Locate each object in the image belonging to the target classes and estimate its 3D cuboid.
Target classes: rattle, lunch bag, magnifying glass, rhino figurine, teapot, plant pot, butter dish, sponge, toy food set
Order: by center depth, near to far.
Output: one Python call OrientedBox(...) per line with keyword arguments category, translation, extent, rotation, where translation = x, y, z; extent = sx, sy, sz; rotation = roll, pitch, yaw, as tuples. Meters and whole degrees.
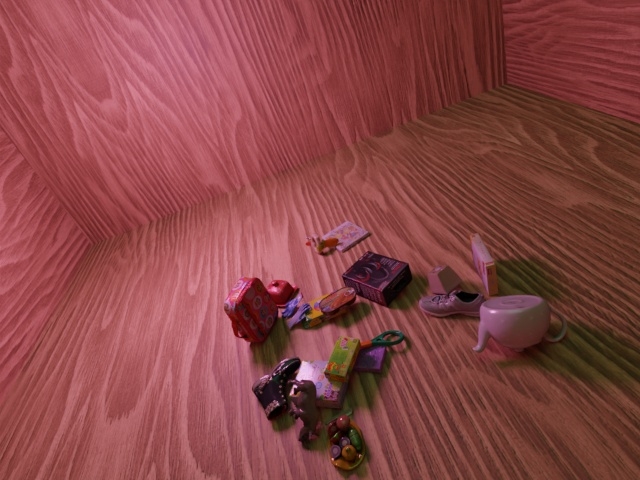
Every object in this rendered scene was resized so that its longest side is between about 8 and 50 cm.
OrientedBox(category="toy food set", translation=(0.075, 0.678, 1.421), extent=(0.128, 0.071, 0.218), rotation=(-21, 32, 0))
OrientedBox(category="teapot", translation=(0.721, 0.313, 1.492), extent=(0.252, 0.187, 0.256), rotation=(-13, 2, -42))
OrientedBox(category="rhino figurine", translation=(-0.056, 0.633, 1.500), extent=(0.106, 0.073, 0.244), rotation=(-16, 64, 21))
OrientedBox(category="sponge", translation=(0.162, 0.487, 1.690), extent=(0.210, 0.031, 0.117), rotation=(-5, 35, 26))
OrientedBox(category="magnifying glass", translation=(0.236, 0.424, 1.704), extent=(0.230, 0.026, 0.092), rotation=(-12, 17, -6))
OrientedBox(category="plant pot", translation=(0.548, 0.170, 1.836), extent=(0.109, 0.096, 0.109), rotation=(-35, 9, -20))
OrientedBox(category="lunch bag", translation=(-0.336, 0.345, 1.945), extent=(0.120, 0.293, 0.258), rotation=(-1, 42, 31))
OrientedBox(category="butter dish", translation=(-0.229, 0.260, 2.169), extent=(0.160, 0.118, 0.160), rotation=(-1, 39, 29))
OrientedBox(category="rattle", translation=(0.000, 0.000, 2.444), extent=(0.142, 0.130, 0.199), rotation=(-36, 7, -13))

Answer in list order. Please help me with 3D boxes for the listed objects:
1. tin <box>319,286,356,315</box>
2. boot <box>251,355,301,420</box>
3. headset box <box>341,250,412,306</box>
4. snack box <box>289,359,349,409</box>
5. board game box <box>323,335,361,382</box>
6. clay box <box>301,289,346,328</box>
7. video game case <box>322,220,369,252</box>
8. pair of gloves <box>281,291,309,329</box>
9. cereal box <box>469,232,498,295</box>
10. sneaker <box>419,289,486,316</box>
OrientedBox(category="tin", translation=(0.083, 0.287, 1.929), extent=(0.189, 0.040, 0.106), rotation=(-28, 38, -12))
OrientedBox(category="boot", translation=(-0.152, 0.600, 1.659), extent=(0.236, 0.085, 0.178), rotation=(-35, 36, -8))
OrientedBox(category="headset box", translation=(0.287, 0.184, 1.989), extent=(0.218, 0.110, 0.293), rotation=(-40, 36, -27))
OrientedBox(category="snack box", translation=(0.001, 0.571, 1.624), extent=(0.207, 0.070, 0.175), rotation=(-6, 36, 24))
OrientedBox(category="board game box", translation=(0.090, 0.468, 1.620), extent=(0.092, 0.043, 0.181), rotation=(2, 38, 26))
OrientedBox(category="clay box", translation=(0.003, 0.336, 1.983), extent=(0.221, 0.053, 0.127), rotation=(-22, 32, -2))
OrientedBox(category="video game case", translation=(0.148, -0.027, 2.460), extent=(0.206, 0.026, 0.227), rotation=(-33, 34, -17))
OrientedBox(category="pair of gloves", translation=(-0.125, 0.347, 2.014), extent=(0.159, 0.023, 0.198), rotation=(-50, 29, 7))
OrientedBox(category="cereal box", translation=(0.721, 0.102, 1.801), extent=(0.047, 0.173, 0.240), rotation=(-14, 32, 12))
OrientedBox(category="sneaker", translation=(0.560, 0.250, 1.728), extent=(0.281, 0.115, 0.105), rotation=(-5, 36, 25))
